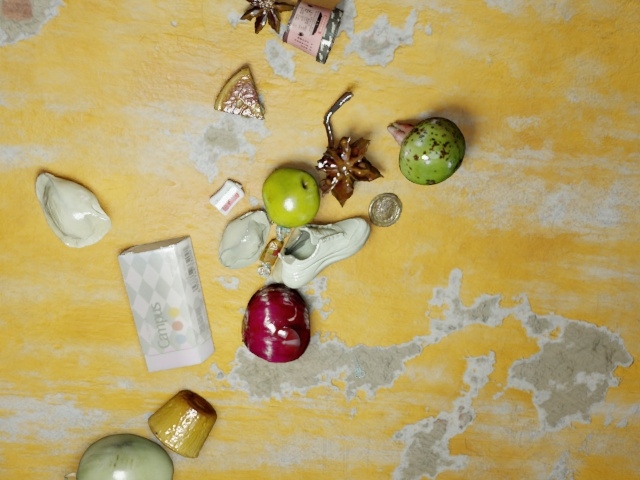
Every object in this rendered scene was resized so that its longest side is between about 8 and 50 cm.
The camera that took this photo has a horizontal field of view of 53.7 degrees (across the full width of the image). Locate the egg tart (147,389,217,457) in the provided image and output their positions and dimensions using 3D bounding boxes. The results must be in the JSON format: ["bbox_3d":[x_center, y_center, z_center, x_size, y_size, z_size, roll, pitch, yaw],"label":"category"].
[{"bbox_3d":[-0.431,0.573,2.012,0.202,0.202,0.147,37,90,-15],"label":"egg tart"}]

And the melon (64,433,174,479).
[{"bbox_3d":[-0.624,0.741,2.003,0.307,0.271,0.272,2,109,-36],"label":"melon"}]

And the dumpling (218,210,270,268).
[{"bbox_3d":[-0.220,0.004,1.914,0.181,0.111,0.155,-27,141,12],"label":"dumpling"}]

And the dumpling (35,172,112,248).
[{"bbox_3d":[-0.727,-0.077,1.819,0.252,0.131,0.179,36,124,-6],"label":"dumpling"}]

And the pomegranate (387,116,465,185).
[{"bbox_3d":[0.299,-0.275,1.854,0.247,0.214,0.214,36,102,24],"label":"pomegranate"}]

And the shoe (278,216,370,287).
[{"bbox_3d":[0.000,0.000,1.874,0.316,0.124,0.159,-38,138,-12],"label":"shoe"}]

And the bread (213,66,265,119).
[{"bbox_3d":[-0.242,-0.400,1.810,0.135,0.054,0.155,-21,102,-2],"label":"bread"}]

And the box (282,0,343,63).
[{"bbox_3d":[-0.023,-0.580,1.736,0.135,0.151,0.151,20,103,-4],"label":"box"}]

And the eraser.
[{"bbox_3d":[-0.466,0.199,1.946,0.212,0.082,0.397,-11,107,-3],"label":"eraser"}]

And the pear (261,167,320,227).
[{"bbox_3d":[-0.098,-0.116,1.866,0.166,0.216,0.180,-26,82,-38],"label":"pear"}]

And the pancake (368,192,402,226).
[{"bbox_3d":[0.203,-0.094,1.976,0.114,0.011,0.115,-2,109,-6],"label":"pancake"}]

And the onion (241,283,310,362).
[{"bbox_3d":[-0.132,0.250,1.937,0.216,0.206,0.207,2,106,-8],"label":"onion"}]

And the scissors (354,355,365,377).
[{"bbox_3d":[0.127,0.424,2.124,0.036,0.006,0.083,-16,108,-4],"label":"scissors"}]

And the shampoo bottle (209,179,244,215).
[{"bbox_3d":[-0.275,-0.133,1.890,0.072,0.043,0.099,43,98,-16],"label":"shampoo bottle"}]

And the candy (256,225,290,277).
[{"bbox_3d":[-0.148,0.031,1.955,0.053,0.046,0.182,24,107,-16],"label":"candy"}]

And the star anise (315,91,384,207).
[{"bbox_3d":[0.076,-0.257,1.851,0.237,0.148,0.347,-9,106,-27],"label":"star anise"}]

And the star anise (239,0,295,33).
[{"bbox_3d":[-0.149,-0.648,1.744,0.167,0.057,0.168,-1,106,-5],"label":"star anise"}]

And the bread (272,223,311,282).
[{"bbox_3d":[-0.083,0.045,1.962,0.073,0.053,0.214,25,102,-17],"label":"bread"}]
